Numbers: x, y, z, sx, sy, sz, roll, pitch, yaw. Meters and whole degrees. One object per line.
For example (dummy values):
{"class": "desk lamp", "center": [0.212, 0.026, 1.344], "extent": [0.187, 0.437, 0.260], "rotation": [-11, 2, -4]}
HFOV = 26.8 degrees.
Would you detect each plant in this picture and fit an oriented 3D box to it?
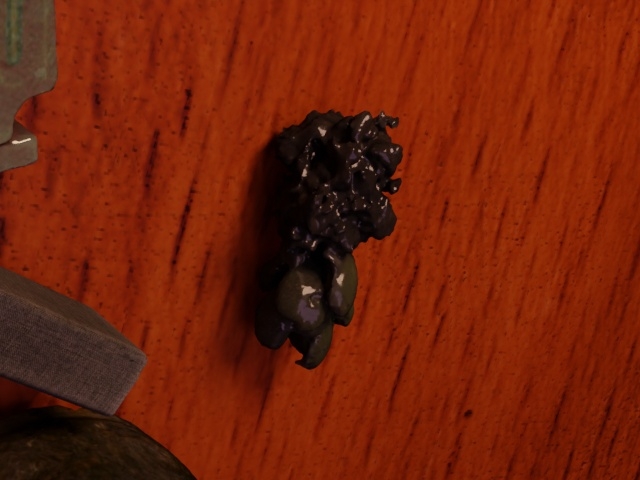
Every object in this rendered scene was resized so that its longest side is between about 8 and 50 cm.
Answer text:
{"class": "plant", "center": [0.000, 0.000, 0.825], "extent": [0.085, 0.087, 0.174], "rotation": [13, 107, -6]}

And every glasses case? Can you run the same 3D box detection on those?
{"class": "glasses case", "center": [-0.187, 0.032, 0.687], "extent": [0.205, 0.071, 0.047], "rotation": [30, 92, -44]}

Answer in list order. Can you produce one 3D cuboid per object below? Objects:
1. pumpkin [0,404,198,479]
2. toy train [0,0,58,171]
{"class": "pumpkin", "center": [-0.123, 0.282, 0.752], "extent": [0.242, 0.232, 0.324], "rotation": [-1, 114, -42]}
{"class": "toy train", "center": [-0.248, -0.111, 0.528], "extent": [0.304, 0.150, 0.221], "rotation": [-18, 126, -35]}
